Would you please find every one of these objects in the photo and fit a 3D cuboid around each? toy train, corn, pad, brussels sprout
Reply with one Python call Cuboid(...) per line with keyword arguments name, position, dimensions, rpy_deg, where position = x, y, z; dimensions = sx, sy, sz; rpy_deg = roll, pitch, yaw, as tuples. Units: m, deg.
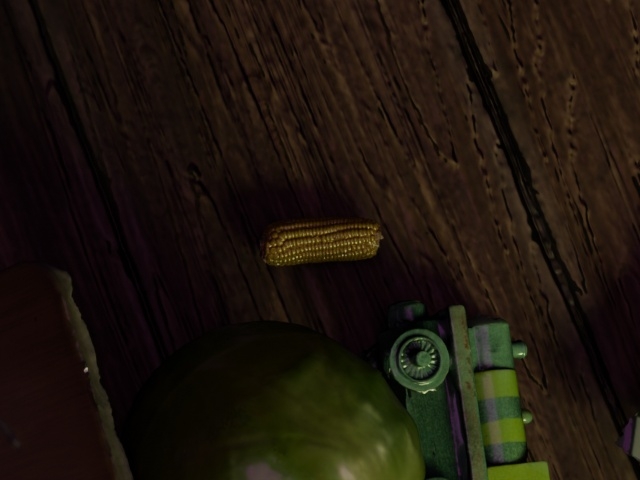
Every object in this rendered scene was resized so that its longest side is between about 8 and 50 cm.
Cuboid(name="toy train", position=(0.101, 0.141, 1.180), dimensions=(0.132, 0.083, 0.200), rpy_deg=(-3, 79, -18))
Cuboid(name="corn", position=(0.000, 0.000, 1.212), dimensions=(0.092, 0.037, 0.037), rpy_deg=(-2, 80, -6))
Cuboid(name="pad", position=(-0.239, 0.183, 1.075), dimensions=(0.286, 0.018, 0.284), rpy_deg=(-23, 81, 28))
Cuboid(name="brussels sprout", position=(-0.037, 0.176, 1.086), dimensions=(0.244, 0.244, 0.244), rpy_deg=(1, 79, -6))

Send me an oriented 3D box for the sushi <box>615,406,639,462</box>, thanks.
Cuboid(name="sushi", position=(0.401, 0.122, 1.223), dimensions=(0.292, 0.059, 0.294), rpy_deg=(39, 78, 1))
